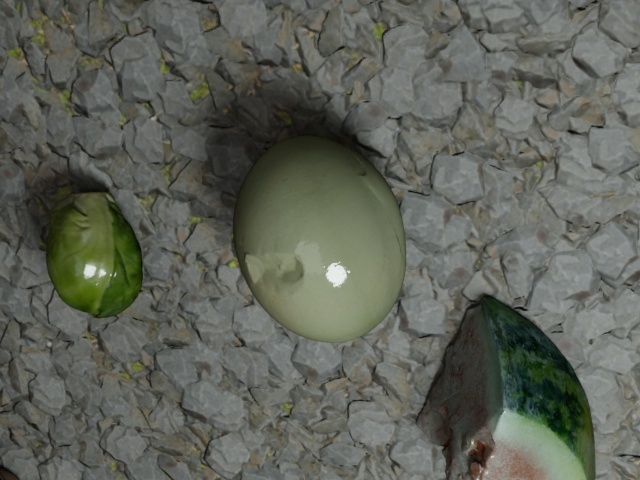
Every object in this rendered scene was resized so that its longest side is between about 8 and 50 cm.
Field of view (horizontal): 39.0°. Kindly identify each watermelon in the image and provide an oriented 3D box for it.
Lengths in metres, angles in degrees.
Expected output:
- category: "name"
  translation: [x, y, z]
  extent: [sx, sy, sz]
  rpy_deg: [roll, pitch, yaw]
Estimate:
- category: "watermelon"
  translation: [0.256, 0.248, 1.234]
  extent: [0.231, 0.193, 0.310]
  rpy_deg: [-27, 115, 2]

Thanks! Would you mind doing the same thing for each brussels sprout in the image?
- category: "brussels sprout"
  translation: [-0.321, 0.024, 1.287]
  extent: [0.131, 0.145, 0.183]
  rpy_deg: [-7, 115, -12]

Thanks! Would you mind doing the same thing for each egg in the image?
- category: "egg"
  translation: [0.000, 0.000, 1.150]
  extent: [0.219, 0.219, 0.269]
  rpy_deg: [-21, 103, 20]

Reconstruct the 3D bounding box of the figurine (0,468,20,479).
- category: "figurine"
  translation: [-0.577, 0.461, 1.516]
  extent: [0.176, 0.186, 0.287]
  rpy_deg: [52, 144, 37]
